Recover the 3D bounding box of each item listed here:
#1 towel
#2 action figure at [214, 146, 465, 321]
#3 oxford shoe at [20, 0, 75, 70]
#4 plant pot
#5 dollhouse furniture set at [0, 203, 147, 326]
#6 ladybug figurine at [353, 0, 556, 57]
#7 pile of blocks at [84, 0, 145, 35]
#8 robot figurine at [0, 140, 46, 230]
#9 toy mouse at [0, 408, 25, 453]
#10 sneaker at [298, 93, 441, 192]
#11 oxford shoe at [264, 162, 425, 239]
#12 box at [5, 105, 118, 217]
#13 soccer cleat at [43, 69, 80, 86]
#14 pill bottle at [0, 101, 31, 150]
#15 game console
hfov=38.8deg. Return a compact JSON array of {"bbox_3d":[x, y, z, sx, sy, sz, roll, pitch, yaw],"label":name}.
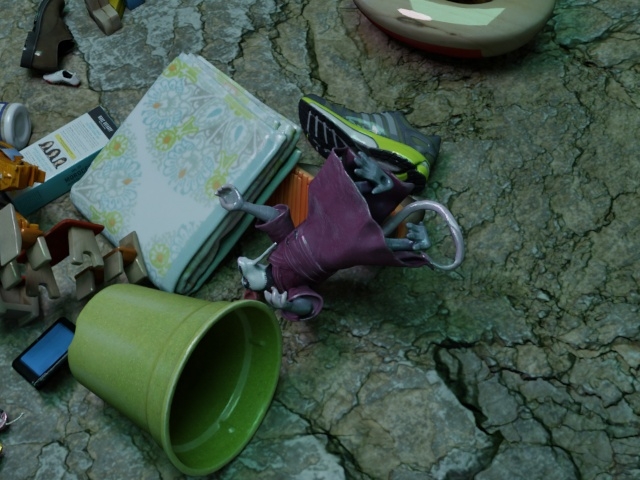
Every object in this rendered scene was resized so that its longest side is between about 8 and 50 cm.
[{"bbox_3d":[-0.242,-0.125,1.632,0.320,0.090,0.374,40,92,29],"label":"towel"},{"bbox_3d":[0.000,0.000,1.484,0.275,0.370,0.248,6,60,-42],"label":"action figure"},{"bbox_3d":[-0.570,-0.439,1.940,0.096,0.083,0.227,13,53,-15],"label":"oxford shoe"},{"bbox_3d":[-0.241,0.187,1.409,0.253,0.276,0.276,18,60,29],"label":"plant pot"},{"bbox_3d":[-0.471,0.031,1.523,0.259,0.262,0.135,-31,64,29],"label":"dollhouse furniture set"},{"bbox_3d":[0.249,-0.497,1.840,0.449,0.162,0.305,24,63,18],"label":"ladybug figurine"},{"bbox_3d":[-0.439,-0.624,2.014,0.148,0.113,0.362,-2,58,4],"label":"pile of blocks"},{"bbox_3d":[-0.621,-0.101,1.656,0.291,0.085,0.211,22,105,36],"label":"robot figurine"},{"bbox_3d":[-0.561,0.313,1.471,0.161,0.031,0.143,-41,63,-20],"label":"toy mouse"},{"bbox_3d":[0.091,-0.199,1.711,0.300,0.111,0.121,31,55,16],"label":"sneaker"},{"bbox_3d":[0.015,-0.073,1.639,0.363,0.130,0.132,22,29,26],"label":"oxford shoe"},{"bbox_3d":[-0.497,-0.153,1.747,0.244,0.060,0.100,-33,61,-16],"label":"box"},{"bbox_3d":[-0.539,-0.341,1.886,0.083,0.036,0.029,13,60,13],"label":"soccer cleat"},{"bbox_3d":[-0.669,-0.229,1.792,0.169,0.094,0.094,5,58,8],"label":"pill bottle"},{"bbox_3d":[-0.451,0.184,1.524,0.071,0.107,0.122,44,68,-3],"label":"game console"}]
